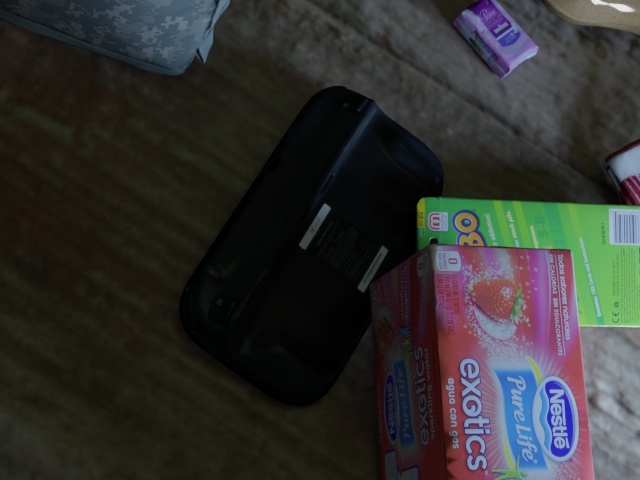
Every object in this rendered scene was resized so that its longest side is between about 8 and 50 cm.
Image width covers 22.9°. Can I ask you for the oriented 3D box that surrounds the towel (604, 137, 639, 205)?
[{"bbox_3d":[0.461,0.005,1.595,0.237,0.037,0.329,-27,76,7],"label":"towel"}]

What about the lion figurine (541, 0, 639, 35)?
[{"bbox_3d":[0.350,-0.273,1.707,0.392,0.142,0.240,11,69,-2],"label":"lion figurine"}]

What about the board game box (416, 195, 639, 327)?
[{"bbox_3d":[0.210,0.023,1.552,0.259,0.039,0.124,2,84,-21],"label":"board game box"}]

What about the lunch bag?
[{"bbox_3d":[-0.200,-0.293,1.447,0.287,0.235,0.169,29,58,-5],"label":"lunch bag"}]

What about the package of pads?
[{"bbox_3d":[0.185,-0.216,1.667,0.050,0.032,0.083,-36,83,-31],"label":"package of pads"}]

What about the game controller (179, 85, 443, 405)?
[{"bbox_3d":[0.000,0.000,1.500,0.166,0.067,0.319,41,60,-15],"label":"game controller"}]

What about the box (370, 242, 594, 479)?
[{"bbox_3d":[0.141,0.166,1.396,0.142,0.154,0.300,2,73,-20],"label":"box"}]
